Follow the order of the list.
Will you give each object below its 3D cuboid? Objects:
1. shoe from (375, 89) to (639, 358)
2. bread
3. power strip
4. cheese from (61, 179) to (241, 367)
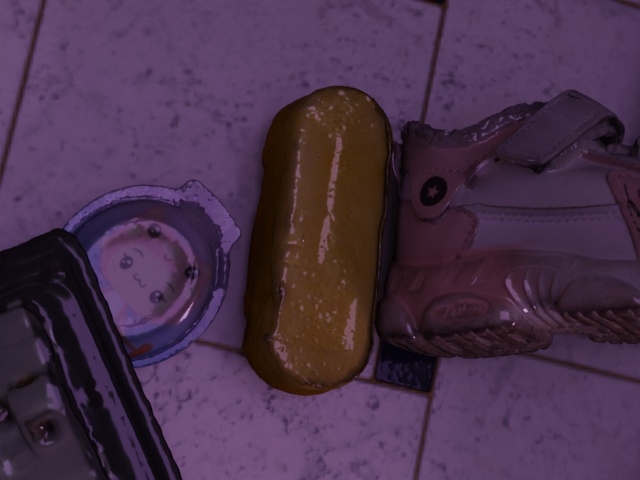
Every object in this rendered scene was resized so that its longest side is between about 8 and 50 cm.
[{"bbox_3d":[0.207,-0.022,1.196,0.351,0.172,0.198,-8,78,11],"label":"shoe"},{"bbox_3d":[0.000,0.000,1.219,0.102,0.094,0.245,8,81,-16],"label":"bread"},{"bbox_3d":[-0.249,0.151,1.113,0.257,0.092,0.251,-24,94,-3],"label":"power strip"},{"bbox_3d":[-0.168,0.051,1.184,0.245,0.052,0.135,-41,93,-9],"label":"cheese"}]
